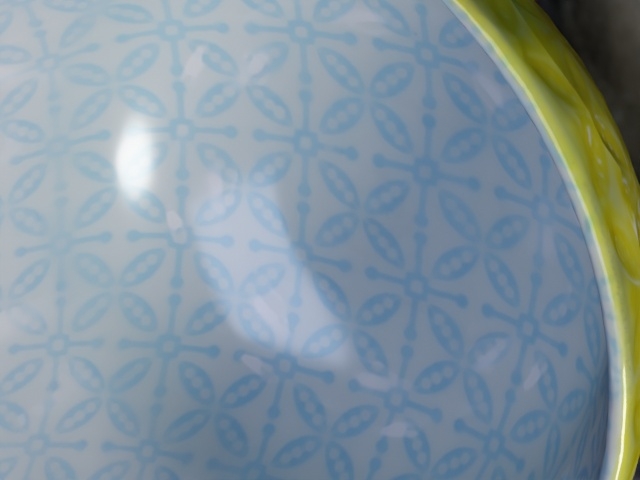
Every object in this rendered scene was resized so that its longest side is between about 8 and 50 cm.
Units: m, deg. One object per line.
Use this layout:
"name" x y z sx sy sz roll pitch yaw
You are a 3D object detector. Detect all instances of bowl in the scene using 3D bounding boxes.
"bowl" 0.000 0.000 0.498 0.289 0.156 0.289 13 116 29
